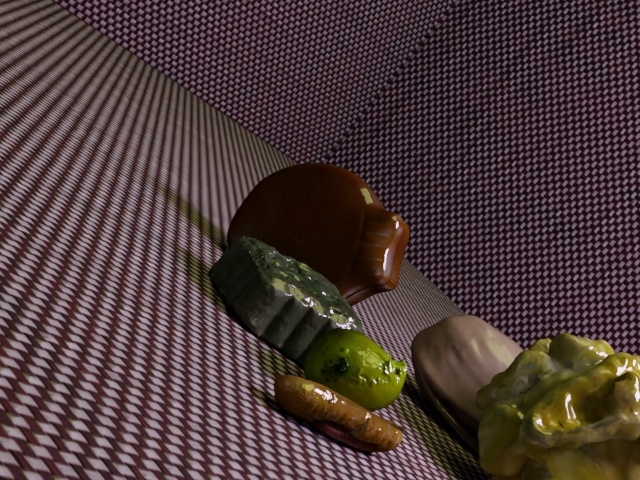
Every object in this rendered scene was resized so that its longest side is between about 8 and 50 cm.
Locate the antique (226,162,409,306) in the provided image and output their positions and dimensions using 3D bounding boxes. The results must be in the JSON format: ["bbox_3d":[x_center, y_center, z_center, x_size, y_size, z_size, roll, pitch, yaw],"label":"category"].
[{"bbox_3d":[0.000,0.000,2.013,0.278,0.223,0.129,6,-12,24],"label":"antique"}]

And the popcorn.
[{"bbox_3d":[0.362,0.270,1.882,0.312,0.312,0.312,39,6,-5],"label":"popcorn"}]

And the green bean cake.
[{"bbox_3d":[-0.045,0.084,1.758,0.185,0.094,0.183,31,10,-25],"label":"green bean cake"}]

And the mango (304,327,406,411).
[{"bbox_3d":[0.039,0.162,1.616,0.119,0.100,0.178,31,-1,3],"label":"mango"}]

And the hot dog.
[{"bbox_3d":[0.024,0.201,1.499,0.066,0.047,0.216,-1,-22,36],"label":"hot dog"}]

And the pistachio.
[{"bbox_3d":[0.259,0.239,2.104,0.288,0.166,0.197,47,33,22],"label":"pistachio"}]
